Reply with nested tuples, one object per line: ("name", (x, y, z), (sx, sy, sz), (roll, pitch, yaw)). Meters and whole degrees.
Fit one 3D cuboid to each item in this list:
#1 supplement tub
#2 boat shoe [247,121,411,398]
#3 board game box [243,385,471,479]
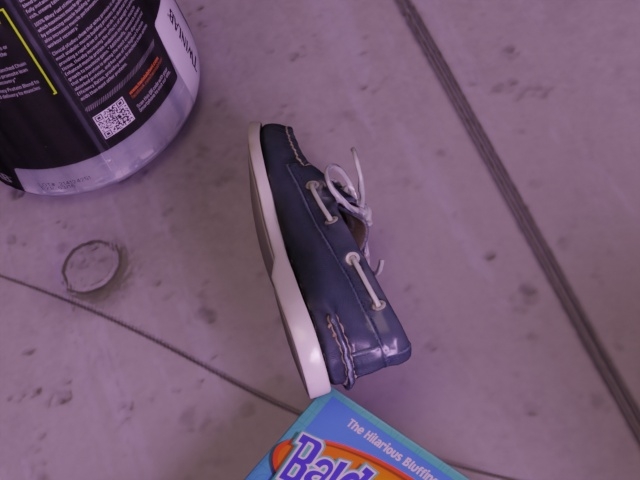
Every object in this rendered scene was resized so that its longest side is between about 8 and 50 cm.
("supplement tub", (-0.220, -0.190, 1.247), (0.193, 0.316, 0.194), (-9, 55, 12))
("boat shoe", (0.000, 0.000, 1.175), (0.079, 0.095, 0.254), (-14, 35, -3))
("board game box", (-0.001, 0.210, 1.070), (0.160, 0.047, 0.210), (31, 70, 33))
